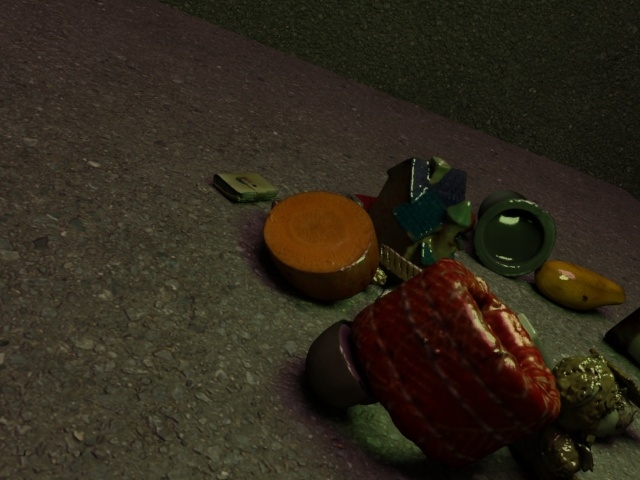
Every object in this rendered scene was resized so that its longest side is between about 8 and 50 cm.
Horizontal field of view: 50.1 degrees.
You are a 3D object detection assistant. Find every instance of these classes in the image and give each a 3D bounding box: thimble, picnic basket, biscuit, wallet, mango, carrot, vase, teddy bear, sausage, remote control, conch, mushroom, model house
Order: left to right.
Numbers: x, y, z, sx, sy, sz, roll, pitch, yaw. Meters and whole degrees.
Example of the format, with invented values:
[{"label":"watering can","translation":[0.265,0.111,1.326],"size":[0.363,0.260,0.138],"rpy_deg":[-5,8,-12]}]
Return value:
[{"label":"wallet","translation":[-0.192,-0.137,1.780],"size":[0.110,0.039,0.155],"rpy_deg":[37,26,29]},{"label":"carrot","translation":[0.000,0.000,1.545],"size":[0.258,0.100,0.307],"rpy_deg":[-13,42,-15]},{"label":"mushroom","translation":[0.034,0.224,1.217],"size":[0.188,0.117,0.141],"rpy_deg":[-66,134,-69]},{"label":"picnic basket","translation":[0.207,0.090,1.666],"size":[0.193,0.055,0.110],"rpy_deg":[37,-14,18]},{"label":"model house","translation":[0.296,-0.064,1.824],"size":[0.245,0.280,0.312],"rpy_deg":[12,30,-29]},{"label":"thimble","translation":[0.236,0.208,1.211],"size":[0.350,0.230,0.350],"rpy_deg":[46,18,-19]},{"label":"sausage","translation":[0.452,-0.078,2.229],"size":[0.089,0.089,0.179],"rpy_deg":[17,28,-20]},{"label":"vase","translation":[0.594,-0.039,2.162],"size":[0.245,0.245,0.291],"rpy_deg":[27,16,1]},{"label":"remote control","translation":[0.503,0.252,1.596],"size":[0.190,0.029,0.087],"rpy_deg":[56,8,-33]},{"label":"teddy bear","translation":[0.466,0.330,1.271],"size":[0.156,0.256,0.267],"rpy_deg":[29,24,15]},{"label":"mango","translation":[0.784,0.144,2.091],"size":[0.294,0.120,0.177],"rpy_deg":[19,18,-19]},{"label":"conch","translation":[0.575,0.357,1.500],"size":[0.245,0.163,0.178],"rpy_deg":[-15,10,-34]},{"label":"biscuit","translation":[0.679,0.324,1.525],"size":[0.203,0.016,0.144],"rpy_deg":[45,2,-35]}]

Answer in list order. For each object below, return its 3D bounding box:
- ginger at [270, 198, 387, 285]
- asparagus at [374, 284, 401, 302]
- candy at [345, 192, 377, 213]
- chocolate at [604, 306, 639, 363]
[{"label":"ginger","translation":[0.022,0.012,1.660],"size":[0.166,0.080,0.333],"rpy_deg":[4,29,-50]},{"label":"asparagus","translation":[0.279,0.178,1.549],"size":[0.381,0.108,0.128],"rpy_deg":[18,27,-16]},{"label":"candy","translation":[0.143,-0.093,1.993],"size":[0.292,0.059,0.086],"rpy_deg":[7,30,-38]},{"label":"chocolate","translation":[0.969,0.259,1.920],"size":[0.283,0.283,0.186],"rpy_deg":[-7,57,-50]}]
